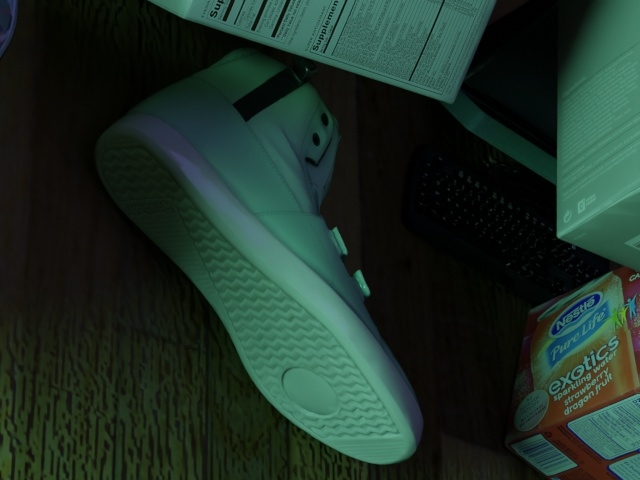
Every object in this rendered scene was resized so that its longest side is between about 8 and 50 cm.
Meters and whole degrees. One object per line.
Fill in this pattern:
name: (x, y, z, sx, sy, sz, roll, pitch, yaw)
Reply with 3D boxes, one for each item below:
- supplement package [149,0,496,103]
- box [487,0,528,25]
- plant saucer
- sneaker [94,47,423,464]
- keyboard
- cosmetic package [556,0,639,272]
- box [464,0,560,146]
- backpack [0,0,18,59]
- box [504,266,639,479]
supplement package: (-0.023, -0.196, 1.103, 0.203, 0.194, 0.149, 13, 103, -41)
box: (0.091, -0.235, 1.243, 0.127, 0.232, 0.148, 16, 58, -40)
plant saucer: (0.163, -0.055, 1.353, 0.192, 0.018, 0.067, 30, 13, -32)
sneaker: (0.000, -0.001, 1.118, 0.256, 0.094, 0.151, 52, 47, -7)
keyboard: (0.139, -0.013, 1.318, 0.192, 0.038, 0.100, 30, 49, -32)
cosmetic package: (0.225, -0.098, 1.220, 0.127, 0.107, 0.238, 19, 58, -26)
box: (0.205, -0.169, 1.400, 0.153, 0.108, 0.207, 32, 44, -21)
backpack: (-0.278, -0.093, 0.827, 0.253, 0.191, 0.225, 34, 58, -15)
box: (0.260, 0.137, 1.287, 0.257, 0.128, 0.122, 38, 46, -24)
